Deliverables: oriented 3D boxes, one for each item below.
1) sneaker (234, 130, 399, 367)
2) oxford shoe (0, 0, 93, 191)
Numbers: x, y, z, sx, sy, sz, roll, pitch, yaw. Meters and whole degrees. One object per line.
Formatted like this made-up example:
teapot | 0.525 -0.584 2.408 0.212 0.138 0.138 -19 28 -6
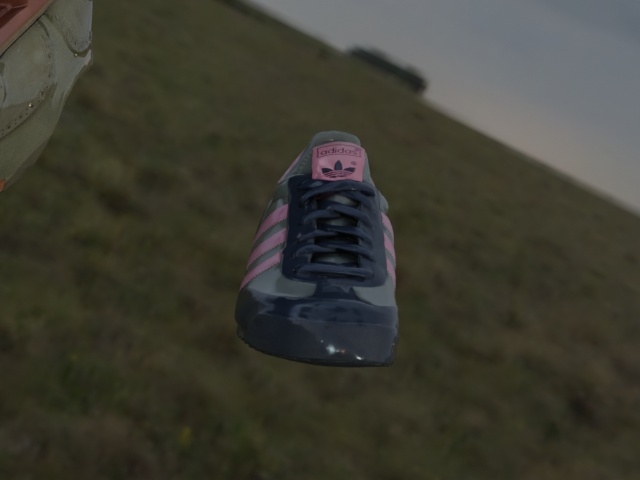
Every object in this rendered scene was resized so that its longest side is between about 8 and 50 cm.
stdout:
sneaker | 0.000 0.000 1.272 0.112 0.131 0.319 7 11 -7
oxford shoe | -0.251 -0.068 1.221 0.140 0.397 0.146 4 -49 29
